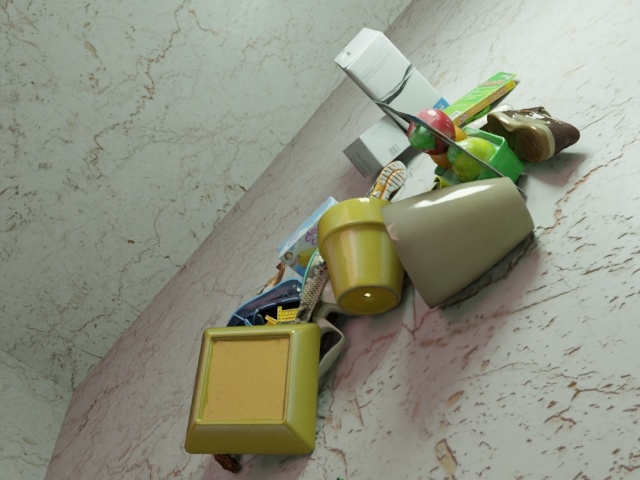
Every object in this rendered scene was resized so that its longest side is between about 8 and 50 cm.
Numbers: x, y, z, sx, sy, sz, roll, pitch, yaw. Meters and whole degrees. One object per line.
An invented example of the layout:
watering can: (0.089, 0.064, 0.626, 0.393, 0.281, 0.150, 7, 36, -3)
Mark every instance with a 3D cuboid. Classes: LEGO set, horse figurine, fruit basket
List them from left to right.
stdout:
horse figurine: (-0.205, 0.208, 2.113, 0.174, 0.066, 0.263, -35, 22, 48)
LEGO set: (-0.092, 0.278, 1.769, 0.287, 0.107, 0.132, -42, 56, 7)
fruit basket: (0.308, -0.231, 1.427, 0.165, 0.353, 0.327, -63, 19, 13)

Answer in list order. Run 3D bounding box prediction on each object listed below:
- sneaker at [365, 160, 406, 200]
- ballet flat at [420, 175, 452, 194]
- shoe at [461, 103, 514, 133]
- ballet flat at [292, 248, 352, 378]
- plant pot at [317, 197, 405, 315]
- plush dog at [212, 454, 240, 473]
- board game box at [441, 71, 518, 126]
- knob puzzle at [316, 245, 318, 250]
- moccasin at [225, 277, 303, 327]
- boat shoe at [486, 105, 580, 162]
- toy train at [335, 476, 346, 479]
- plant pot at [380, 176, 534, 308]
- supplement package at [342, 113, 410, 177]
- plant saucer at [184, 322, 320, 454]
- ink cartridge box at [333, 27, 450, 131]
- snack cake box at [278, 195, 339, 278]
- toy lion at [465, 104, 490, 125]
sneaker: (0.209, -0.178, 1.916, 0.214, 0.084, 0.083, -53, 12, -12)
ballet flat: (0.292, -0.083, 1.583, 0.230, 0.077, 0.077, -57, 22, -17)
shoe: (0.459, -0.309, 1.634, 0.219, 0.076, 0.058, -40, 18, 20)
ballet flat: (0.002, 0.235, 1.568, 0.182, 0.164, 0.482, 3, 59, 39)
plant pot: (0.119, 0.055, 1.489, 0.254, 0.254, 0.238, -33, 43, 37)
plush dog: (-0.253, 0.502, 1.578, 0.262, 0.211, 0.225, -99, 25, -66)
board game box: (0.490, -0.443, 1.795, 0.259, 0.039, 0.124, -37, 23, 4)
knob puzzle: (0.059, 0.058, 1.820, 0.213, 0.030, 0.213, -19, 49, 24)
moccasin: (-0.190, 0.252, 1.906, 0.342, 0.138, 0.116, -41, 34, 17)
boat shoe: (0.524, -0.273, 1.426, 0.123, 0.123, 0.342, -19, 16, -1)
toy train: (0.023, 0.522, 1.166, 0.083, 0.024, 0.017, -54, 21, -12)
plant pot: (0.312, -0.023, 1.257, 0.274, 0.256, 0.256, -27, 26, 12)
supplement package: (0.195, -0.329, 2.023, 0.139, 0.133, 0.244, -41, 5, -10)
plant saucer: (-0.175, 0.351, 1.420, 0.333, 0.081, 0.332, -5, 57, 12)
ink cartridge box: (0.254, -0.534, 1.983, 0.166, 0.395, 0.285, -46, 21, 11)
snack cake box: (0.000, 0.000, 1.927, 0.264, 0.152, 0.089, -45, 20, 15)
toy lion: (0.491, -0.409, 1.812, 0.096, 0.034, 0.100, -34, 24, 19)
